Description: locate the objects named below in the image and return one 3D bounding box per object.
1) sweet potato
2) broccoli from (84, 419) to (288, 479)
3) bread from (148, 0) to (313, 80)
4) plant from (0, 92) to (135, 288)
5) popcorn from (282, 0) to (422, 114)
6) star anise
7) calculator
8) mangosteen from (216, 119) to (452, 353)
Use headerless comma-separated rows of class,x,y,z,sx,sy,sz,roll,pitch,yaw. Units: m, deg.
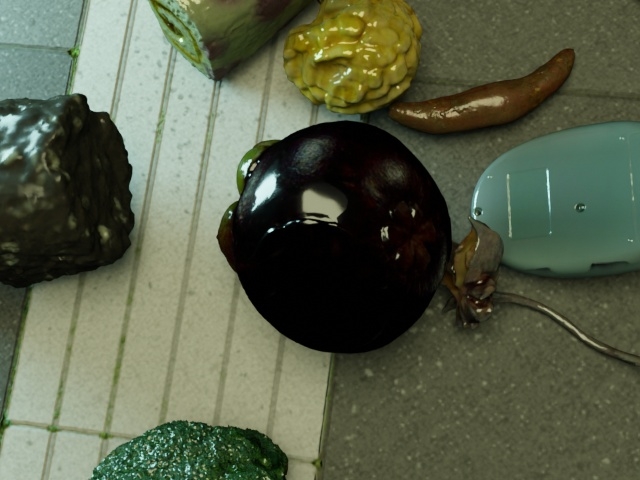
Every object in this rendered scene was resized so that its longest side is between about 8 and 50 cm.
sweet potato,0.214,-0.175,1.426,0.255,0.058,0.078,-19,53,-3
broccoli,-0.139,0.325,1.267,0.254,0.269,0.269,13,72,54
bread,-0.059,-0.370,1.442,0.338,0.187,0.155,-45,69,-8
plant,-0.398,-0.055,1.382,0.312,0.213,0.215,-4,76,15
popcorn,0.041,-0.238,1.415,0.180,0.180,0.170,-15,85,2
star anise,0.261,0.061,1.342,0.227,0.148,0.218,5,38,-19
calculator,0.321,-0.049,1.343,0.299,0.041,0.185,-7,73,26
mangosteen,0.001,0.002,1.311,0.288,0.287,0.233,4,36,7
